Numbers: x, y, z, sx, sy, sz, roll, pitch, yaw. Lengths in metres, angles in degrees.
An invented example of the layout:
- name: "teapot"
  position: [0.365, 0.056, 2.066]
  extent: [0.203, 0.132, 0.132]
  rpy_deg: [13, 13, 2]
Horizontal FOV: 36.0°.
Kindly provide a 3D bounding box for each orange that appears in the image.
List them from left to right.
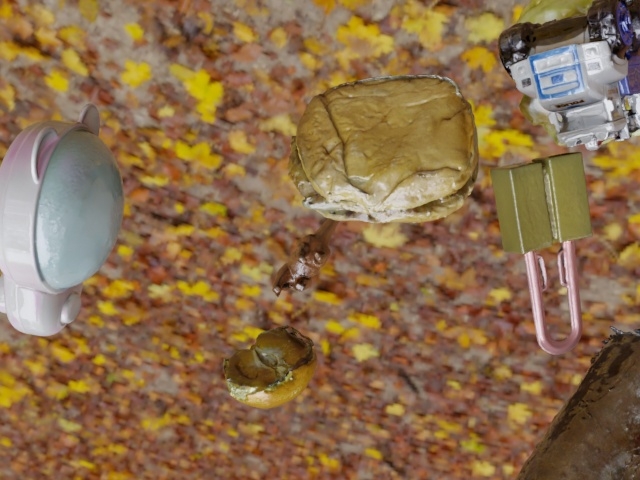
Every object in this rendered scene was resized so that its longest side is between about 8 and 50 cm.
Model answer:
- name: "orange"
  position: [-0.083, 0.228, 1.703]
  extent: [0.170, 0.160, 0.112]
  rpy_deg: [-10, 125, 28]

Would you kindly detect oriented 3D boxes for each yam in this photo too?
- name: "yam"
  position: [0.311, 0.227, 1.092]
  extent: [0.131, 0.279, 0.131]
  rpy_deg: [35, 159, 16]

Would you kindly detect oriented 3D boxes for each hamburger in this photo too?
- name: "hamburger"
  position: [0.095, -0.133, 1.478]
  extent: [0.283, 0.259, 0.144]
  rpy_deg: [3, 146, 4]

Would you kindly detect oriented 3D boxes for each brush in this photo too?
- name: "brush"
  position: [0.268, 0.020, 1.145]
  extent: [0.103, 0.233, 0.047]
  rpy_deg: [-12, -173, -18]

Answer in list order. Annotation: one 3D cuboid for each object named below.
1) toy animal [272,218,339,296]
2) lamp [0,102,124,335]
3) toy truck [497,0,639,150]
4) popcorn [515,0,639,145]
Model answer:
- name: "toy animal"
  position: [0.000, 0.000, 1.814]
  extent: [0.066, 0.229, 0.224]
  rpy_deg: [36, 108, 0]
- name: "lamp"
  position: [-0.266, -0.012, 1.022]
  extent: [0.108, 0.179, 0.246]
  rpy_deg: [16, 112, 9]
- name: "toy truck"
  position: [0.337, -0.204, 1.236]
  extent: [0.161, 0.213, 0.177]
  rpy_deg: [-10, 96, 37]
- name: "popcorn"
  position: [0.428, -0.280, 1.495]
  extent: [0.293, 0.237, 0.293]
  rpy_deg: [19, 132, 22]
